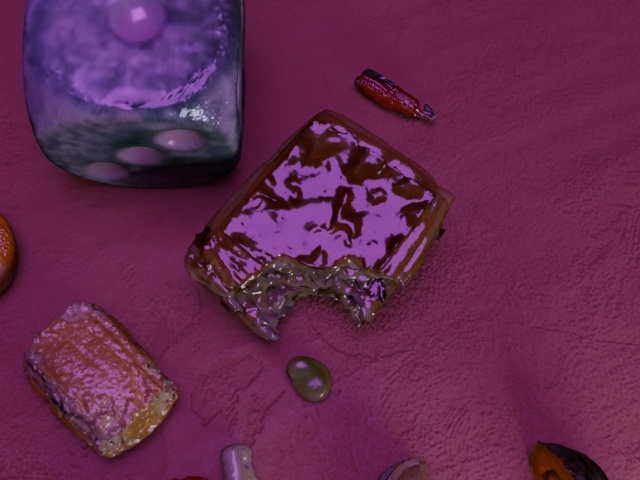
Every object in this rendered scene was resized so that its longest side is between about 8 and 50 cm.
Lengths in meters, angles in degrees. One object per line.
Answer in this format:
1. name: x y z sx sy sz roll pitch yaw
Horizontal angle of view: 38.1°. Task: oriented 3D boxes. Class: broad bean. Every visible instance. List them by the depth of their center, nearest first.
1. broad bean: -0.017 0.222 1.505 0.083 0.045 0.063 44 74 5

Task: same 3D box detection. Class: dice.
1. dice: -0.292 -0.287 1.542 0.328 0.348 0.330 1 74 -2

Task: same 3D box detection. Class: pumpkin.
1. pumpkin: 0.420 0.422 1.383 0.111 0.163 0.278 -14 71 -7

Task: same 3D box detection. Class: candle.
1. candle: 0.139 -0.261 1.712 0.162 0.048 0.053 31 104 9

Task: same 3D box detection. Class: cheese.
1. cheese: -0.115 0.407 1.415 0.043 0.065 0.194 -26 63 30

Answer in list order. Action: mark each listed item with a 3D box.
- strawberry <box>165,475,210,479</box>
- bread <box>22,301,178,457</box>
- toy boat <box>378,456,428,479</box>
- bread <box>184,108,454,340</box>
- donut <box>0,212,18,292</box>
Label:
1. strawberry: -0.234 0.419 1.403 0.188 0.082 0.121 4 48 9
2. bread: -0.350 0.211 1.450 0.245 0.121 0.174 40 63 17
3. toy boat: 0.169 0.485 1.386 0.122 0.089 0.321 -4 68 -17
4. bread: 0.000 0.000 1.522 0.314 0.191 0.370 37 83 6
5. donut: -0.585 0.009 1.519 0.174 0.074 0.190 -6 65 -26
